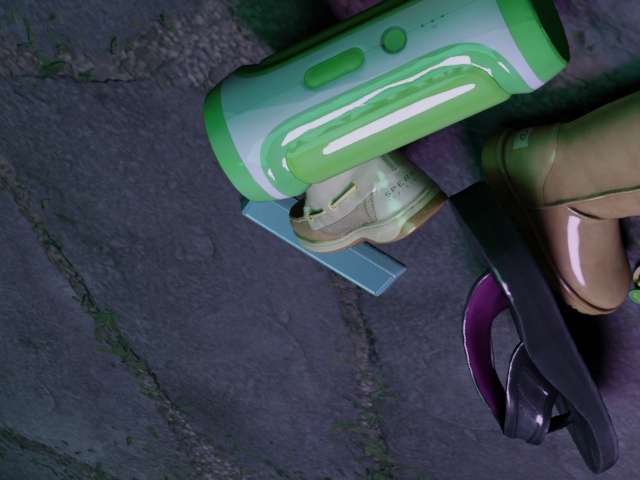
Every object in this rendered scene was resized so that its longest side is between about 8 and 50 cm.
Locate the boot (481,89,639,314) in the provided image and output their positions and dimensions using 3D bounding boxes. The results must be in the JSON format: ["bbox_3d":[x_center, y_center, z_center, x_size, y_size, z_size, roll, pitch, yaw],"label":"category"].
[{"bbox_3d":[0.304,-0.035,1.374,0.269,0.089,0.236,-13,130,43],"label":"boot"}]

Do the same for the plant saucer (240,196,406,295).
[{"bbox_3d":[0.000,0.000,1.696,0.192,0.018,0.067,31,146,-6],"label":"plant saucer"}]

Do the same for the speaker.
[{"bbox_3d":[0.054,-0.137,1.294,0.296,0.131,0.131,-23,125,20],"label":"speaker"}]

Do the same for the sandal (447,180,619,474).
[{"bbox_3d":[0.192,0.106,1.538,0.107,0.167,0.446,-30,137,2],"label":"sandal"}]

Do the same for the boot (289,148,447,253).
[{"bbox_3d":[-0.004,-0.090,1.510,0.203,0.095,0.262,52,162,-13],"label":"boot"}]

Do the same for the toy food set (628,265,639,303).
[{"bbox_3d":[0.348,0.050,1.514,0.083,0.020,0.082,25,146,4],"label":"toy food set"}]
